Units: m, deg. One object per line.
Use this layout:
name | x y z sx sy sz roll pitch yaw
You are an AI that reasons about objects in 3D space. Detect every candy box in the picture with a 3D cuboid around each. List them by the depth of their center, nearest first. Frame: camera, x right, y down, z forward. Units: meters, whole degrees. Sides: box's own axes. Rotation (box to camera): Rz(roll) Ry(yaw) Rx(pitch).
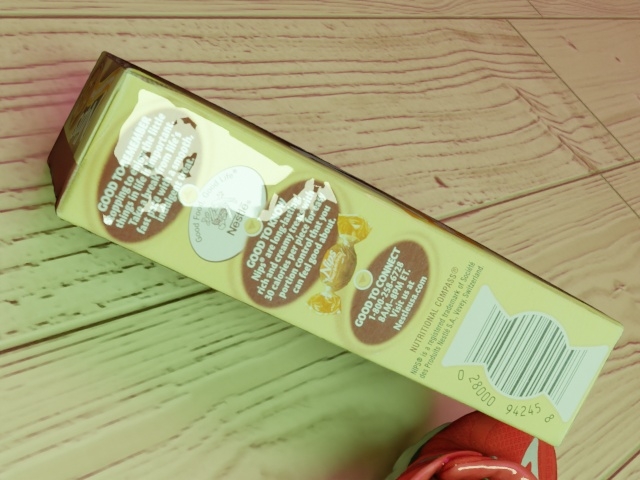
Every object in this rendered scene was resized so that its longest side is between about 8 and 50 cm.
candy box | 0.000 0.000 0.655 0.316 0.087 0.183 27 3 -19

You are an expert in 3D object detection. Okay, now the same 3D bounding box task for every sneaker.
sneaker | 0.085 0.157 0.607 0.107 0.118 0.279 48 33 10
